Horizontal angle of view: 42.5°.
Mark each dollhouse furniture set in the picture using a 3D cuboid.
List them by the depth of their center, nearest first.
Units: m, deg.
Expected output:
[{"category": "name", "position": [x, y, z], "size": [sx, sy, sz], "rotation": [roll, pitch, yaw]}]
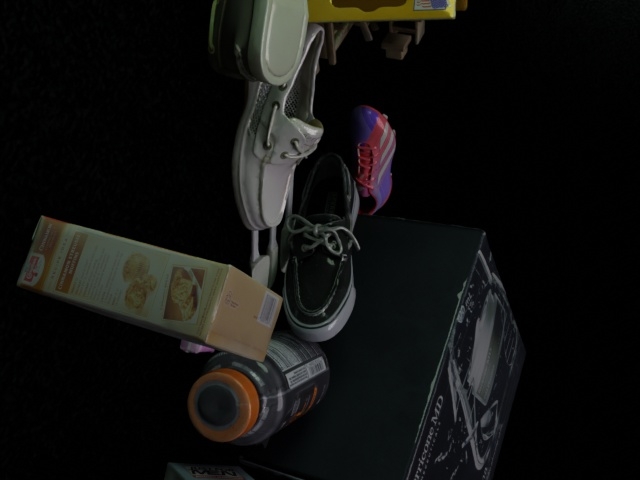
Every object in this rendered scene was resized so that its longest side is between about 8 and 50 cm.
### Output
[{"category": "dollhouse furniture set", "position": [0.044, -0.285, 1.102], "size": [0.101, 0.161, 0.181], "rotation": [83, 26, -46]}]

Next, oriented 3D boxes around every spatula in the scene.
[{"category": "spatula", "position": [-0.067, -0.030, 1.183], "size": [0.168, 0.019, 0.241], "rotation": [-45, 144, -56]}]

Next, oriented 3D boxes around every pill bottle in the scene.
[{"category": "pill bottle", "position": [-0.085, 0.200, 1.114], "size": [0.246, 0.131, 0.130], "rotation": [-6, 108, -70]}]

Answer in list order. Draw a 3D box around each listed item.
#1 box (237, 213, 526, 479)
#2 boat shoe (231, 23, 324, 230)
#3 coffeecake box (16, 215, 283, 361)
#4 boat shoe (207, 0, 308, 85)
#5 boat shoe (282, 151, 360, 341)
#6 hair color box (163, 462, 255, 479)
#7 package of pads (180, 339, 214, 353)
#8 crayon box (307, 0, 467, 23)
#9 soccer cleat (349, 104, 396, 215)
[{"category": "box", "position": [0.146, 0.282, 1.483], "size": [0.471, 0.298, 0.479], "rotation": [56, 49, -50]}, {"category": "boat shoe", "position": [-0.045, -0.140, 1.034], "size": [0.098, 0.096, 0.276], "rotation": [-27, 126, -63]}, {"category": "coffeecake box", "position": [-0.147, 0.046, 0.738], "size": [0.142, 0.186, 0.068], "rotation": [44, 61, -69]}, {"category": "boat shoe", "position": [-0.056, -0.325, 0.900], "size": [0.109, 0.091, 0.304], "rotation": [8, 94, -60]}, {"category": "boat shoe", "position": [0.004, 0.000, 1.226], "size": [0.105, 0.113, 0.306], "rotation": [74, 25, -51]}, {"category": "hair color box", "position": [-0.077, 0.406, 0.927], "size": [0.114, 0.374, 0.185], "rotation": [13, 90, -32]}, {"category": "package of pads", "position": [-0.145, 0.099, 1.024], "size": [0.050, 0.032, 0.083], "rotation": [18, 86, -73]}, {"category": "crayon box", "position": [0.079, -0.390, 0.987], "size": [0.083, 0.203, 0.322], "rotation": [44, 51, -69]}, {"category": "soccer cleat", "position": [0.085, -0.135, 1.465], "size": [0.095, 0.083, 0.248], "rotation": [-61, 159, -28]}]
